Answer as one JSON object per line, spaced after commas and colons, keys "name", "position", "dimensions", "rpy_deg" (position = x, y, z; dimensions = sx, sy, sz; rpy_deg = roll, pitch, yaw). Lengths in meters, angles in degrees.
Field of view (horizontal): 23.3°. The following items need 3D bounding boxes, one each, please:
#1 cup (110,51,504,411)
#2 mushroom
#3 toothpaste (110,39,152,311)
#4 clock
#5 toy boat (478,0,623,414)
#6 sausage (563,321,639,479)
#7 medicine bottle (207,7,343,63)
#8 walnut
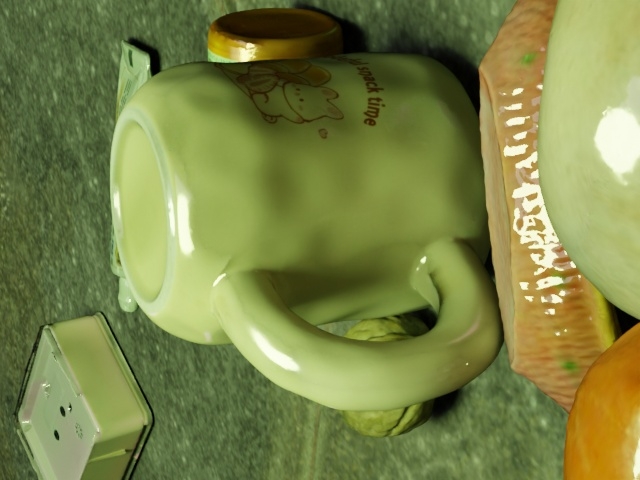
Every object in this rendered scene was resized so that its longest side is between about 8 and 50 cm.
{"name": "cup", "position": [-0.006, 0.007, 0.957], "dimensions": [0.173, 0.202, 0.255], "rpy_deg": [123, 135, -58]}
{"name": "mushroom", "position": [0.203, -0.059, 0.673], "dimensions": [0.215, 0.207, 0.207], "rpy_deg": [3, 108, 22]}
{"name": "toothpaste", "position": [-0.170, -0.053, 1.404], "dimensions": [0.067, 0.037, 0.255], "rpy_deg": [38, 130, 54]}
{"name": "clock", "position": [-0.248, 0.186, 1.599], "dimensions": [0.147, 0.071, 0.192], "rpy_deg": [59, 146, 27]}
{"name": "toy boat", "position": [0.140, -0.021, 0.855], "dimensions": [0.141, 0.099, 0.317], "rpy_deg": [-125, 26, -83]}
{"name": "sausage", "position": [0.225, 0.145, 0.716], "dimensions": [0.268, 0.153, 0.141], "rpy_deg": [51, 133, 33]}
{"name": "medicine bottle", "position": [-0.032, -0.063, 1.111], "dimensions": [0.096, 0.096, 0.191], "rpy_deg": [30, 127, 51]}
{"name": "walnut", "position": [0.045, 0.093, 1.070], "dimensions": [0.092, 0.092, 0.092], "rpy_deg": [31, 128, 51]}
